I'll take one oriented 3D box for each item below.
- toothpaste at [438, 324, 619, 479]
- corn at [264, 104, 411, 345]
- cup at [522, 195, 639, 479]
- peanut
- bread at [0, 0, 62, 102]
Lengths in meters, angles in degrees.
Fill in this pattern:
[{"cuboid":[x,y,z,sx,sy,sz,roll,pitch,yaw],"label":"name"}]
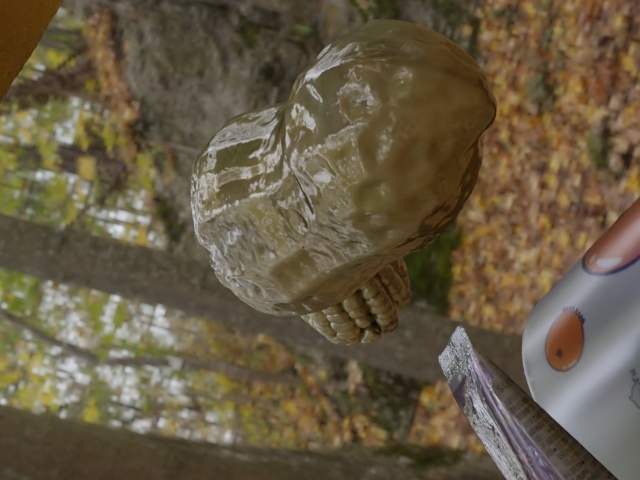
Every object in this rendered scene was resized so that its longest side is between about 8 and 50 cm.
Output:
[{"cuboid":[0.165,0.173,0.708,0.073,0.299,0.114,-38,-12,-8],"label":"toothpaste"},{"cuboid":[0.000,0.000,0.846,0.211,0.087,0.087,56,-133,-56],"label":"corn"},{"cuboid":[0.306,0.020,0.816,0.317,0.212,0.212,-54,7,39],"label":"cup"},{"cuboid":[0.005,-0.029,0.545,0.090,0.099,0.214,-57,11,-31],"label":"peanut"},{"cuboid":[-0.399,-0.202,1.131,0.323,0.143,0.333,-58,-16,-9],"label":"bread"}]
